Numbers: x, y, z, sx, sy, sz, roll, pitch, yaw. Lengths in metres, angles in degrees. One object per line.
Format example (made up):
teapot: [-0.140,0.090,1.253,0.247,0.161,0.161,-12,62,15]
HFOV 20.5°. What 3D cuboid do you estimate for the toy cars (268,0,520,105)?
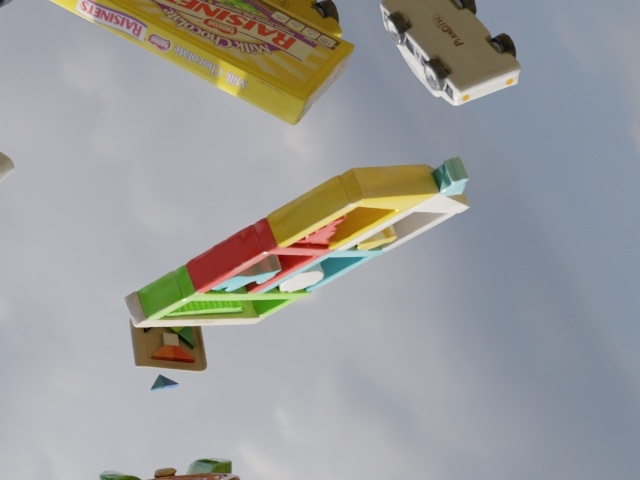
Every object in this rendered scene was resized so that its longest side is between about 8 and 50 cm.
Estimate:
toy cars: [0.048,-0.226,1.990,0.087,0.394,0.176,84,-152,-44]

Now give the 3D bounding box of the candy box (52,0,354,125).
candy box: [-0.086,-0.150,1.175,0.206,0.027,0.105,27,-145,6]

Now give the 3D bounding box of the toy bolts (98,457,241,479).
toy bolts: [-0.155,0.253,1.271,0.218,0.228,0.158,170,94,-73]

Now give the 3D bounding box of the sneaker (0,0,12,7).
sneaker: [-0.419,-0.354,1.787,0.321,0.124,0.180,34,-122,-2]

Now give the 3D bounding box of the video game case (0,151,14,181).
video game case: [-0.454,-0.062,1.895,0.173,0.190,0.022,32,153,27]

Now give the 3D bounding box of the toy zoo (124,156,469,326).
toy zoo: [0.000,0.000,1.507,0.192,0.293,0.030,2,-118,-59]

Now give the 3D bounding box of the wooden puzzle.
wooden puzzle: [-0.152,0.100,1.764,0.079,0.014,0.116,-1,-131,-23]
